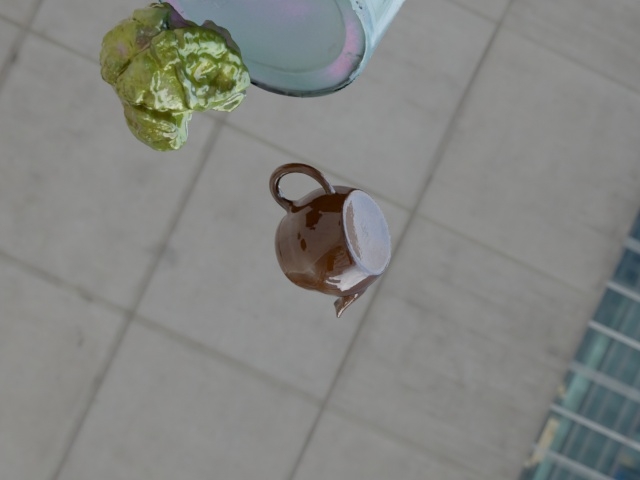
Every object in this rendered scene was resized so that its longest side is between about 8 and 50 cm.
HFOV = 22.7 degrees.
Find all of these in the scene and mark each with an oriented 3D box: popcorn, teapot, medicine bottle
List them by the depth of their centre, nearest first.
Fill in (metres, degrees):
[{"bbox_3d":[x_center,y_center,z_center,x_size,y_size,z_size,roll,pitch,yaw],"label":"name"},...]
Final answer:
[{"bbox_3d":[-0.136,-0.154,1.450,0.126,0.126,0.145,-36,-176,28],"label":"popcorn"},{"bbox_3d":[-0.001,-0.322,1.548,0.290,0.245,0.245,-59,-179,-30],"label":"medicine bottle"},{"bbox_3d":[0.000,0.000,1.568,0.116,0.173,0.116,-24,-160,10],"label":"teapot"}]
